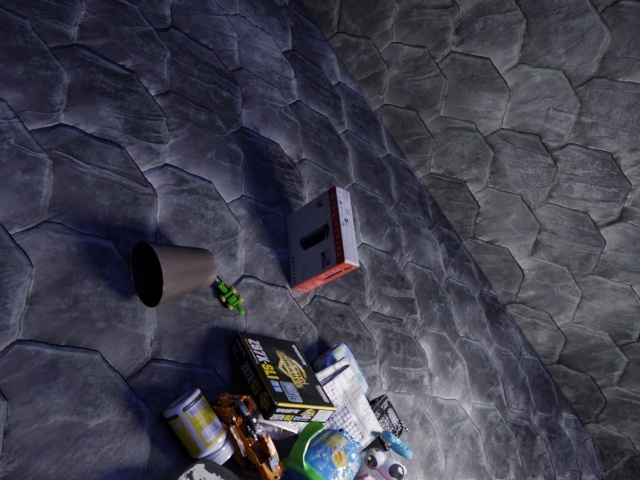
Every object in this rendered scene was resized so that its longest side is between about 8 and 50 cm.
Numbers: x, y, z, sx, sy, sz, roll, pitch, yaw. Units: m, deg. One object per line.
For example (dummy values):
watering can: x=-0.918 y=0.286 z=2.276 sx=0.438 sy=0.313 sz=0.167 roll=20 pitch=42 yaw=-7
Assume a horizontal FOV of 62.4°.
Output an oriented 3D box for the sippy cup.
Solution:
sippy cup: x=0.004 y=0.724 z=1.658 sx=0.240 sy=0.306 sz=0.224 roll=38 pitch=41 yaw=17

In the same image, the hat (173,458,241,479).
hat: x=-0.298 y=0.746 z=1.367 sx=0.331 sy=0.134 sz=0.331 roll=42 pitch=26 yaw=-27

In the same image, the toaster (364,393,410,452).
toaster: x=0.228 y=0.714 z=2.038 sx=0.168 sy=0.110 sz=0.186 roll=-29 pitch=89 yaw=-51

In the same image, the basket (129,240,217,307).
basket: x=-0.450 y=0.092 z=1.653 sx=0.226 sy=0.154 sz=0.204 roll=-6 pitch=73 yaw=-54

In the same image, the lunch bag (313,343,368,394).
lunch bag: x=0.080 y=0.518 z=2.015 sx=0.176 sy=0.090 sz=0.219 roll=-27 pitch=88 yaw=-51

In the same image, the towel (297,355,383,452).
towel: x=0.047 y=0.613 z=1.859 sx=0.312 sy=0.056 sz=0.324 roll=-25 pitch=87 yaw=-30

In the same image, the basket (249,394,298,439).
basket: x=-0.164 y=0.560 z=1.696 sx=0.167 sy=0.113 sz=0.103 roll=31 pitch=44 yaw=-32

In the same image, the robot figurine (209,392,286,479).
robot figurine: x=-0.220 y=0.572 z=1.559 sx=0.085 sy=0.211 sz=0.291 roll=-29 pitch=100 yaw=-43

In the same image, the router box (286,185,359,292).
router box: x=0.000 y=0.000 z=2.090 sx=0.082 sy=0.301 sz=0.336 roll=20 pitch=52 yaw=-40

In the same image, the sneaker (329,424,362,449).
sneaker: x=0.086 y=0.678 z=1.810 sx=0.144 sy=0.053 sz=0.059 roll=27 pitch=62 yaw=-22

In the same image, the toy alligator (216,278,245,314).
toy alligator: x=-0.323 y=0.176 z=1.820 sx=0.190 sy=0.056 sz=0.051 roll=52 pitch=-4 yaw=-9

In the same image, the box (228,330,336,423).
box: x=-0.127 y=0.443 z=1.715 sx=0.257 sy=0.079 sz=0.322 roll=19 pitch=22 yaw=-40

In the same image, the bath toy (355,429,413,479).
bath toy: x=0.186 y=0.846 z=1.830 sx=0.348 sy=0.151 sz=0.129 roll=-59 pitch=139 yaw=-23

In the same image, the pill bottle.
pill bottle: x=-0.343 y=0.539 z=1.503 sx=0.209 sy=0.119 sz=0.119 roll=58 pitch=38 yaw=-3
